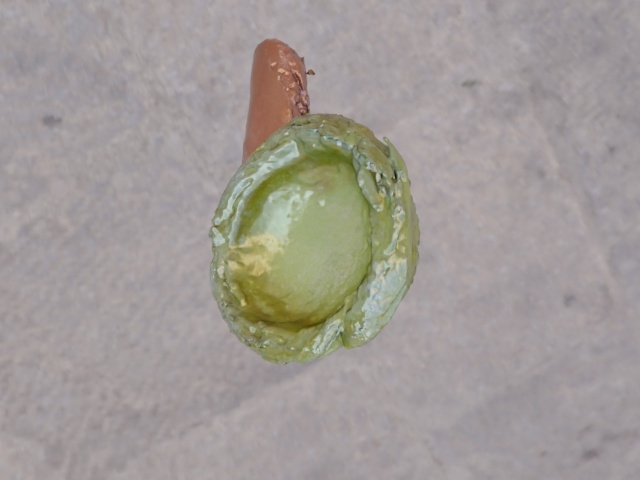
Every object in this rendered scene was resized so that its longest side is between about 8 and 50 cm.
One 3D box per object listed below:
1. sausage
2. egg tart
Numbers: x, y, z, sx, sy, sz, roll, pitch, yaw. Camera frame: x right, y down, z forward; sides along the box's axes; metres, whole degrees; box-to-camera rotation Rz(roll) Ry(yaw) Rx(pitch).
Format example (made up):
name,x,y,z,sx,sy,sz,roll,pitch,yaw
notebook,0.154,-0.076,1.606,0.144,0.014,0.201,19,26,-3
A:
name,x,y,z,sx,sy,sz,roll,pitch,yaw
sausage,-0.057,-0.073,1.558,0.079,0.327,0.087,9,165,-11
egg tart,0.000,0.000,1.023,0.197,0.197,0.078,-50,148,19
